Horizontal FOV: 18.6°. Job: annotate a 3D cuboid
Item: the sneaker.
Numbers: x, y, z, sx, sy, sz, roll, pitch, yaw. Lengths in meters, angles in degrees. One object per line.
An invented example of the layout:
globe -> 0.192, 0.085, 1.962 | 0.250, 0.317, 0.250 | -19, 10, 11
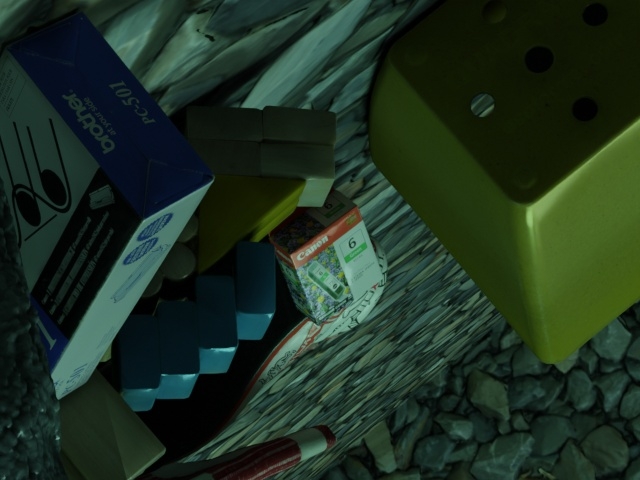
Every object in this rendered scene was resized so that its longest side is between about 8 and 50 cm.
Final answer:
sneaker -> -0.058, 0.085, 1.521 | 0.270, 0.090, 0.145 | -44, 166, 13

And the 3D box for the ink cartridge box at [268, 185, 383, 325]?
ink cartridge box -> 0.000, 0.000, 1.371 | 0.063, 0.029, 0.115 | -36, 136, -16

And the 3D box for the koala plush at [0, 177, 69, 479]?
koala plush -> -0.215, 0.092, 0.760 | 0.221, 0.203, 0.196 | -10, 124, -14

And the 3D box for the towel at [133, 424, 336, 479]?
towel -> -0.176, 0.209, 1.435 | 0.329, 0.037, 0.237 | -19, 178, -38

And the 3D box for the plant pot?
plant pot -> 0.155, -0.081, 1.276 | 0.212, 0.212, 0.187 | -39, 158, -1

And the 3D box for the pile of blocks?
pile of blocks -> -0.124, 0.065, 1.047 | 0.362, 0.149, 0.112 | -35, 169, -21

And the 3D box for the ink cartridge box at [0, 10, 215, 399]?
ink cartridge box -> -0.124, -0.004, 0.896 | 0.046, 0.097, 0.207 | -31, 167, -34

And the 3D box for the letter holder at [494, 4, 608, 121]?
letter holder -> 0.291, -0.050, 1.556 | 0.152, 0.302, 0.214 | -38, 170, -6
